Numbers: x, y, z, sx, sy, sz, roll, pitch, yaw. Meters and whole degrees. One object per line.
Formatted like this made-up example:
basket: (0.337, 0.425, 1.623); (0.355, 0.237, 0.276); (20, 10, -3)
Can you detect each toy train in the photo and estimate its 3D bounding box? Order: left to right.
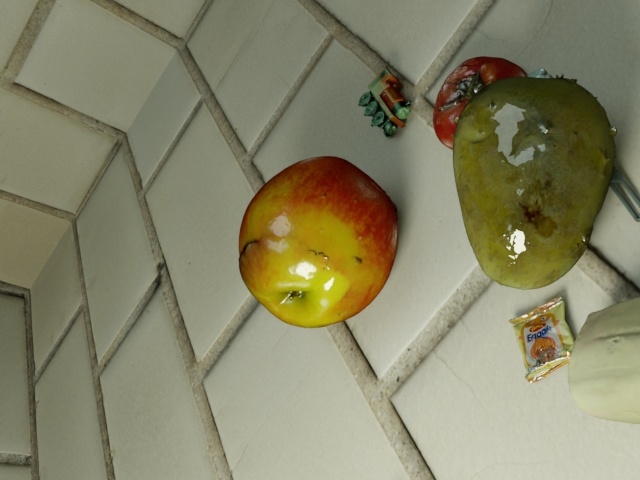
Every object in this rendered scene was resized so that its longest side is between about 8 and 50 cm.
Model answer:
toy train: (0.164, -0.336, 1.603); (0.118, 0.074, 0.176); (-46, 40, 20)

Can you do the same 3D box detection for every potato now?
potato: (0.366, -0.098, 1.111); (0.269, 0.219, 0.359); (-7, 89, 27)

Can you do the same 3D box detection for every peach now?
peach: (0.000, 0.000, 1.426); (0.370, 0.370, 0.370); (-26, 53, 40)

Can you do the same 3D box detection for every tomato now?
tomato: (0.323, -0.294, 1.372); (0.228, 0.101, 0.228); (-27, 50, 37)

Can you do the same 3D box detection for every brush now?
brush: (0.497, -0.132, 1.146); (0.062, 0.027, 0.266); (-42, 48, 29)

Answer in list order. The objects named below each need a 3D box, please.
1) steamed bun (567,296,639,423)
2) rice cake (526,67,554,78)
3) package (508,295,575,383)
steamed bun: (0.474, 0.176, 0.925); (0.200, 0.170, 0.225); (-47, 11, -27)
rice cake: (0.405, -0.225, 1.266); (0.063, 0.069, 0.207); (21, 91, 50)
package: (0.383, 0.169, 1.115); (0.108, 0.031, 0.121); (-35, 47, 34)
